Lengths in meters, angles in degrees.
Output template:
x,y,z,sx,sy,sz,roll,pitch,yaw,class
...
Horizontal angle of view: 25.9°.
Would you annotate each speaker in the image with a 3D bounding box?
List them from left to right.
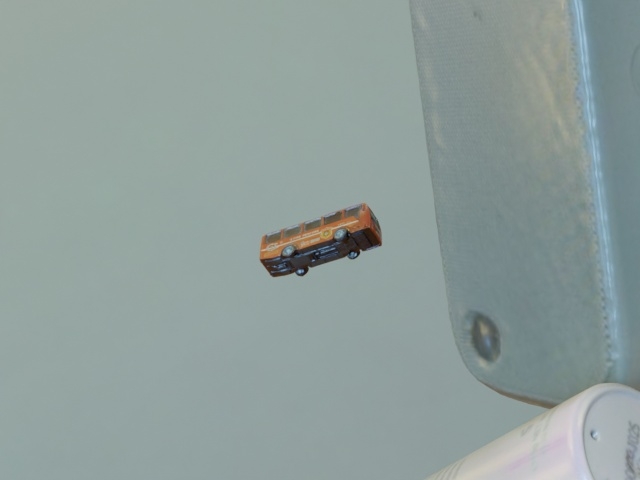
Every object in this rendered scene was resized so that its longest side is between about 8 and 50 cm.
x,y,z,sx,sy,sz,roll,pitch,yaw,class
0.183,-0.108,0.897,0.184,0.406,0.183,-12,9,-27,speaker

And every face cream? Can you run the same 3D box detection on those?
x,y,z,sx,sy,sz,roll,pitch,yaw,class
0.078,0.198,0.869,0.102,0.102,0.345,-29,-8,-44,face cream

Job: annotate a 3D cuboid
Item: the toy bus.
x,y,z,sx,sy,sz,roll,pitch,yaw,class
0.000,0.000,1.229,0.110,0.031,0.043,-17,43,19,toy bus
